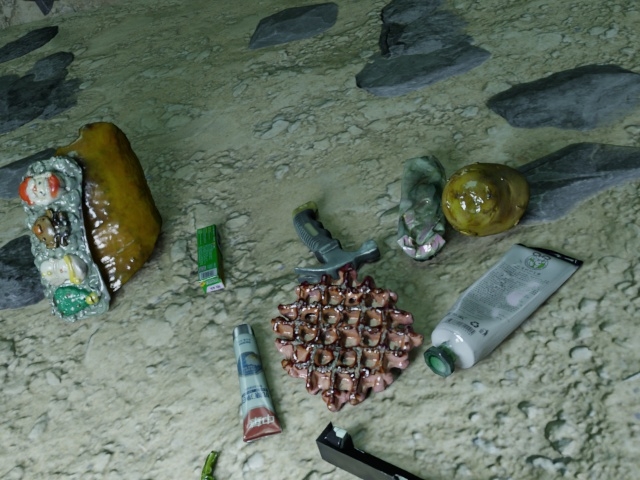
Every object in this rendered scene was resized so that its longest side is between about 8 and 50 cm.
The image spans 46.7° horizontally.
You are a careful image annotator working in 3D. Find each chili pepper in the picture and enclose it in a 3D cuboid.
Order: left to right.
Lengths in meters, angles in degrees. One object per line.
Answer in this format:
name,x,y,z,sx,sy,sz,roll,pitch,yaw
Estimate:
chili pepper,-0.164,0.348,1.092,0.027,0.022,0.083,-15,33,5

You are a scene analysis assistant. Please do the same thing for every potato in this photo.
potato,0.295,-0.075,1.342,0.176,0.137,0.137,1,25,-35

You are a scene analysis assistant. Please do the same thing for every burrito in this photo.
burrito,0.200,-0.071,1.432,0.096,0.066,0.309,-6,38,12

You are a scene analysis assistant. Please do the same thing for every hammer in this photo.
hammer,0.000,0.000,1.446,0.159,0.041,0.226,-24,38,-11

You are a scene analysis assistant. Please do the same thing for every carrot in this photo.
carrot,-0.471,-0.063,1.572,0.242,0.340,0.241,-16,7,2

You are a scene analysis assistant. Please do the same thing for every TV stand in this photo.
TV stand,0.109,0.316,0.999,0.256,0.049,0.040,15,47,36

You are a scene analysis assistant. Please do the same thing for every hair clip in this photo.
hair clip,-0.502,0.002,1.419,0.138,0.321,0.091,-13,4,10

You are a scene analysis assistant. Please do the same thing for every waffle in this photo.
waffle,0.035,0.149,1.195,0.221,0.055,0.234,-38,61,-14

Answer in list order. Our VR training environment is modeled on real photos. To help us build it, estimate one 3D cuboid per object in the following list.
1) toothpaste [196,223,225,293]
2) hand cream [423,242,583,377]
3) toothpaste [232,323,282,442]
toothpaste,-0.222,0.034,1.496,0.043,0.037,0.178,-20,37,3
hand cream,0.287,0.101,1.196,0.121,0.076,0.336,26,48,36
toothpaste,-0.111,0.229,1.207,0.062,0.039,0.239,-13,39,-5
